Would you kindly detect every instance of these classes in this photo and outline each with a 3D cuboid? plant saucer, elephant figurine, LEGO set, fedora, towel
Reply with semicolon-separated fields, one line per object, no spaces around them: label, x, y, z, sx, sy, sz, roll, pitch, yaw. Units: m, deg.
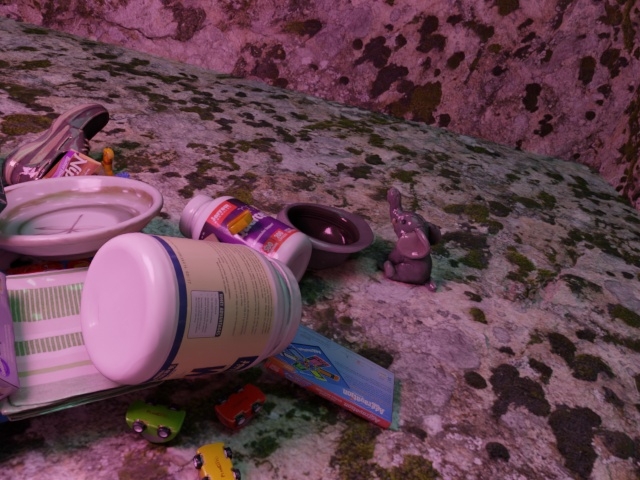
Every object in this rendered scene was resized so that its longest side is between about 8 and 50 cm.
plant saucer;-0.556;-0.043;1.176;0.401;0.100;0.400;3;24;-1
elephant figurine;0.264;-0.003;1.507;0.186;0.239;0.169;7;32;-16
LEGO set;-0.639;-0.216;1.567;0.227;0.093;0.087;31;34;24
fedora;0.000;0.000;1.489;0.275;0.124;0.243;7;32;-21
towel;-0.452;0.158;0.938;0.248;0.038;0.325;-7;38;-35

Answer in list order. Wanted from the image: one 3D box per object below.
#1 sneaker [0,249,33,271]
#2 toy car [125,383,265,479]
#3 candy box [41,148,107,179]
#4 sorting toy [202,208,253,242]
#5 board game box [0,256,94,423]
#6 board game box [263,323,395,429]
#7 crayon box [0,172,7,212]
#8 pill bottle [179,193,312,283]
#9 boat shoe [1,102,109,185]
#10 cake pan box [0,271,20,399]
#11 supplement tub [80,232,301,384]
sneaker;-0.701;0.031;1.165;0.115;0.090;0.232;7;40;-29
toy car;-0.226;0.333;0.919;0.225;0.053;0.239;15;30;-2
candy box;-0.671;-0.145;1.393;0.109;0.053;0.186;26;67;16
sorting toy;-0.263;0.043;1.145;0.307;0.041;0.229;-37;15;-8
board game box;-0.533;0.168;1.006;0.302;0.086;0.308;-15;43;-41
board game box;0.027;0.272;1.101;0.281;0.027;0.145;29;29;-5
crayon box;-0.728;-0.009;0.976;0.083;0.323;0.203;42;0;-44
pill bottle;-0.195;0.004;1.337;0.323;0.181;0.181;27;33;18
boat shoe;-0.727;-0.255;1.510;0.130;0.132;0.355;36;61;3
cake pan box;-0.609;0.190;0.818;0.246;0.070;0.267;-31;52;-4
supplement tub;-0.212;0.116;0.919;0.325;0.235;0.235;8;26;-50
